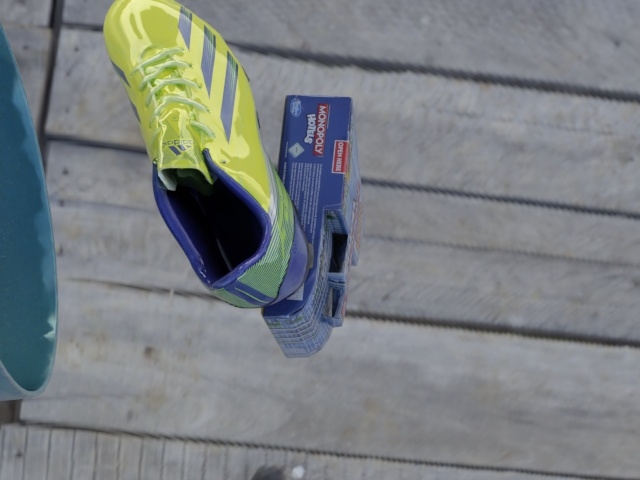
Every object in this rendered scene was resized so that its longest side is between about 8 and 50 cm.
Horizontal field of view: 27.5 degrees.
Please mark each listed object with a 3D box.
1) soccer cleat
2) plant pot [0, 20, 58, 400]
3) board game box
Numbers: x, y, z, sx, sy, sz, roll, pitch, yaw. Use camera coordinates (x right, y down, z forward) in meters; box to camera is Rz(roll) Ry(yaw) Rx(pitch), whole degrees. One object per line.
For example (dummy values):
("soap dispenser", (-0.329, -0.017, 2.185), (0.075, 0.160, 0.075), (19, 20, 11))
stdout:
("soccer cleat", (-0.098, -0.080, 1.005), (0.093, 0.121, 0.289), (-33, 73, 20))
("plant pot", (-0.306, -0.024, 0.871), (0.195, 0.290, 0.290), (-9, 72, 0))
("board game box", (0.000, 0.000, 1.142), (0.060, 0.194, 0.194), (3, 73, 8))
